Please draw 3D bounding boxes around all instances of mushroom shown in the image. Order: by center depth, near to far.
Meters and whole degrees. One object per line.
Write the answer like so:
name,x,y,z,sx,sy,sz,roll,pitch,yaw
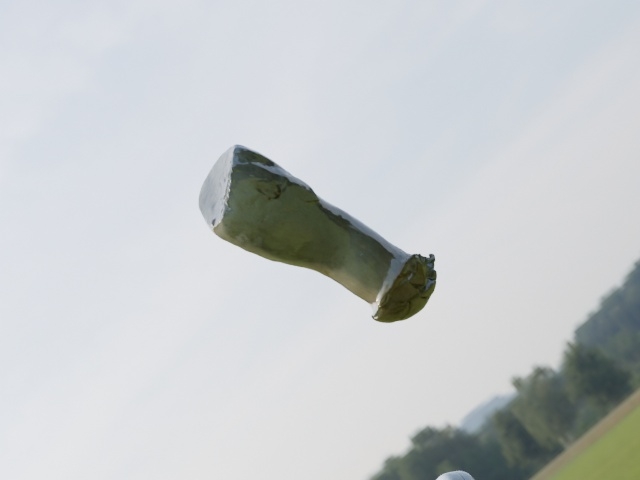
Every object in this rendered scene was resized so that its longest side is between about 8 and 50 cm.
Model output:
mushroom,0.000,0.000,1.193,0.081,0.223,0.092,-59,15,2

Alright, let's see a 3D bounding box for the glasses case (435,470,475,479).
glasses case,0.144,0.293,1.196,0.049,0.193,0.074,-8,-37,-23
